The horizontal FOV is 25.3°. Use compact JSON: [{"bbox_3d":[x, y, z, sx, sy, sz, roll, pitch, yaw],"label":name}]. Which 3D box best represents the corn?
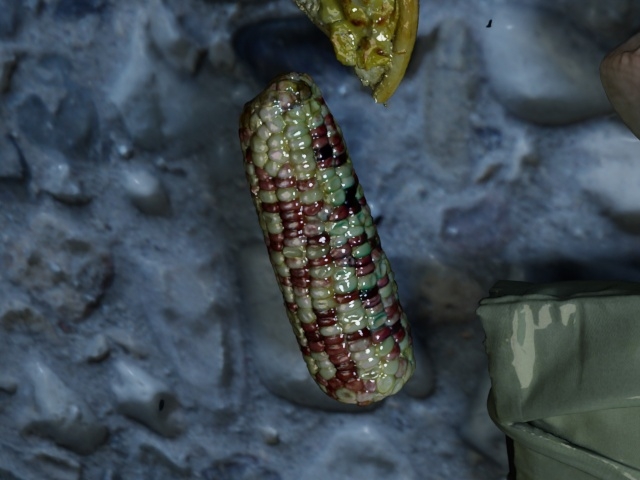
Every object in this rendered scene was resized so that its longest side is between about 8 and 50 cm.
[{"bbox_3d":[0.000,0.000,1.021,0.086,0.086,0.253,-6,114,33],"label":"corn"}]

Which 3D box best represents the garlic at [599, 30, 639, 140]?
[{"bbox_3d":[0.250,-0.072,0.829,0.174,0.099,0.124,40,144,3],"label":"garlic"}]

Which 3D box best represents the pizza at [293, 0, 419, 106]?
[{"bbox_3d":[0.015,-0.153,0.960,0.108,0.026,0.123,19,126,22],"label":"pizza"}]

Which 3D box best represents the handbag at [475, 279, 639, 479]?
[{"bbox_3d":[0.235,0.157,0.962,0.253,0.109,0.316,8,127,31],"label":"handbag"}]
